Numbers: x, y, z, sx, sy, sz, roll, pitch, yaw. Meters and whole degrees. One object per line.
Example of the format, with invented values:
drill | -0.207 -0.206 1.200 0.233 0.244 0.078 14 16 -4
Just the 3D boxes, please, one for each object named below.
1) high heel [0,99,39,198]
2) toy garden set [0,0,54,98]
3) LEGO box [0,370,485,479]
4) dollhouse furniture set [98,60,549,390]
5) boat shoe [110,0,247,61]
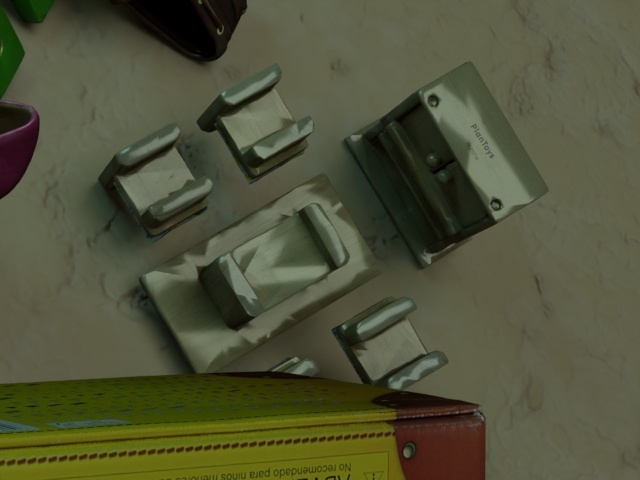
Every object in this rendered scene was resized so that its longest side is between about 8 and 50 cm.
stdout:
high heel | -0.274 -0.050 1.000 0.244 0.117 0.082 11 57 -28
toy garden set | -0.206 -0.244 1.158 0.204 0.049 0.244 68 35 -48
LEGO box | -0.173 0.259 0.845 0.500 0.193 0.372 0 92 -36
dollhouse furniture set | 0.000 0.000 1.224 0.242 0.161 0.212 -30 89 -18
boat shoe | -0.115 -0.181 1.200 0.207 0.073 0.073 32 68 -48
